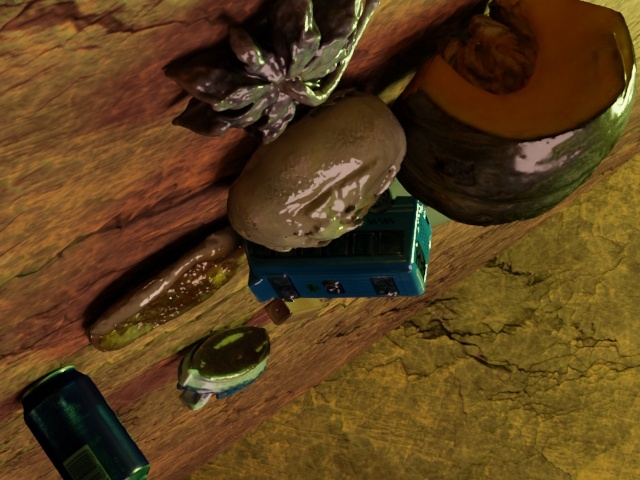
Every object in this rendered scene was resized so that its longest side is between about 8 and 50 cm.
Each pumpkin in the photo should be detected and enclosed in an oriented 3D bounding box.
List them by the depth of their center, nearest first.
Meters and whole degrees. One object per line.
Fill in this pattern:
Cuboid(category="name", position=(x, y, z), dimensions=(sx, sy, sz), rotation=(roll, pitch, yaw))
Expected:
Cuboid(category="pumpkin", position=(0.241, -0.163, 1.629), dimensions=(0.303, 0.256, 0.225), rotation=(-47, 169, -19))

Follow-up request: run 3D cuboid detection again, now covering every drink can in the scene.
Cuboid(category="drink can", position=(-0.345, 0.289, 1.891), dimensions=(0.118, 0.205, 0.118), rotation=(-34, 171, -7))

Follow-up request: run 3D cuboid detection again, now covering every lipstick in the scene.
Cuboid(category="lipstick", position=(-0.049, 0.128, 2.458), dimensions=(0.045, 0.045, 0.145), rotation=(-42, 166, 20))

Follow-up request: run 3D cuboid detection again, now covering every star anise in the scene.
Cuboid(category="star anise", position=(-0.030, -0.174, 1.257), dimensions=(0.262, 0.081, 0.230), rotation=(-25, 154, -31))

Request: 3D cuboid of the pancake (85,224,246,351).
Cuboid(category="pancake", position=(-0.208, 0.068, 1.792), dimensions=(0.282, 0.049, 0.282), rotation=(-32, 171, -6))

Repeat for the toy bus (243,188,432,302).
Cuboid(category="toy bus", position=(0.019, 0.009, 1.725), dimensions=(0.246, 0.134, 0.113), rotation=(-2, 153, 14))

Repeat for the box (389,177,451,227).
Cuboid(category="box", position=(0.150, -0.103, 1.912), dimensions=(0.373, 0.090, 0.367), rotation=(-20, 164, -24))

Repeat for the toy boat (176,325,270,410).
Cuboid(category="toy boat", position=(-0.178, 0.233, 2.331), dimensions=(0.262, 0.114, 0.115), rotation=(-27, 153, -49))

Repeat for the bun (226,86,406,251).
Cuboid(category="bun", position=(-0.002, -0.071, 1.577), dimensions=(0.239, 0.141, 0.239), rotation=(-36, 170, -7))
